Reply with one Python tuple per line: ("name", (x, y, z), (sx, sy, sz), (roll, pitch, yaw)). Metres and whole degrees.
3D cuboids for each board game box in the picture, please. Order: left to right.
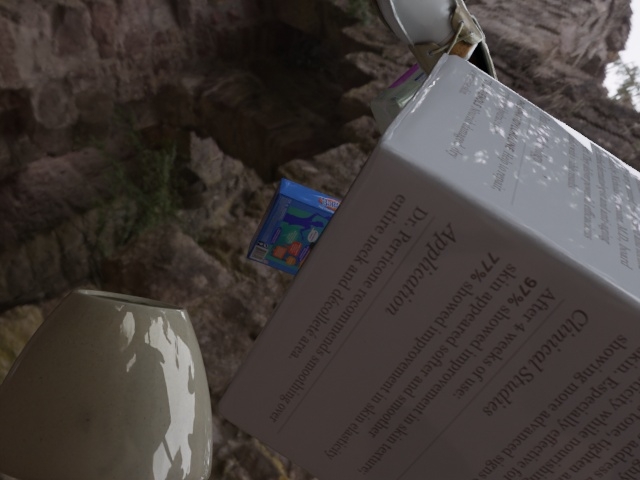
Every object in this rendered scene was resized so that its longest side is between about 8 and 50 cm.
("board game box", (0.000, 0.000, 1.204), (0.210, 0.047, 0.160), (22, -51, -12))

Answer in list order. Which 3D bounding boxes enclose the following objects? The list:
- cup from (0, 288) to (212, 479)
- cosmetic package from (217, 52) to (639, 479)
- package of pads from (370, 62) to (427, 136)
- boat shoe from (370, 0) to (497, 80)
("cup", (-0.302, 0.202, 1.041), (0.331, 0.331, 0.237), (6, -96, 53))
("cosmetic package", (0.178, 0.083, 0.704), (0.393, 0.327, 0.329), (34, -59, 1))
("package of pads", (0.242, -0.218, 1.439), (0.101, 0.229, 0.297), (19, -37, 45))
("boat shoe", (0.178, -0.287, 0.999), (0.302, 0.113, 0.103), (33, 21, -46))
